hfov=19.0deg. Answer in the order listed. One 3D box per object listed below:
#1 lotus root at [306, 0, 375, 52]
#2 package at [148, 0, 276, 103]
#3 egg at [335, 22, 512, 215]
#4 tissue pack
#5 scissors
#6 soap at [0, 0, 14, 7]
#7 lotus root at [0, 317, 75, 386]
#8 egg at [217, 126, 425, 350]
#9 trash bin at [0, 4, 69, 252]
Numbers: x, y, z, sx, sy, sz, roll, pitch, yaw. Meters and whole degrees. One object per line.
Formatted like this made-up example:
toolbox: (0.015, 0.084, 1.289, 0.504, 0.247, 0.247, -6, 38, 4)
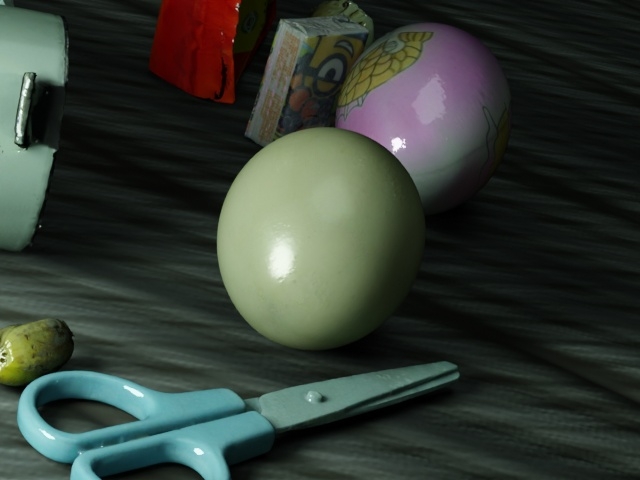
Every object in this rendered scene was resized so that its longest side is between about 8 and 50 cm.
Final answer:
lotus root: (0.002, -0.222, 2.280, 0.070, 0.143, 0.144, 40, 4, -17)
package: (-0.110, -0.314, 2.301, 0.123, 0.196, 0.423, 13, 25, 1)
egg: (0.113, -0.126, 2.049, 0.196, 0.196, 0.271, 12, 25, -11)
tissue pack: (-0.015, -0.175, 2.122, 0.108, 0.148, 0.060, -11, 38, -46)
scissors: (-0.036, 0.141, 1.572, 0.447, 0.029, 0.192, -8, 35, -44)
soap: (-0.448, -0.198, 1.851, 0.289, 0.173, 0.095, 9, 26, -19)
lotus root: (-0.230, 0.088, 1.531, 0.054, 0.049, 0.099, -11, 8, 29)
egg: (0.000, 0.000, 1.712, 0.186, 0.186, 0.242, 17, 35, -1)
trash bin: (-0.370, -0.115, 1.669, 0.262, 0.217, 0.277, 9, -7, -17)
